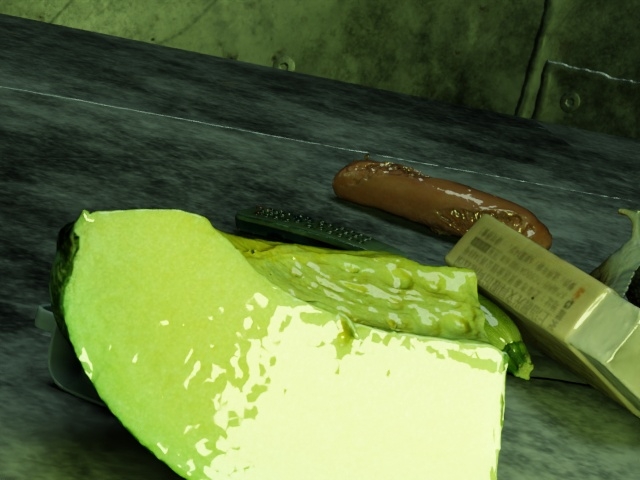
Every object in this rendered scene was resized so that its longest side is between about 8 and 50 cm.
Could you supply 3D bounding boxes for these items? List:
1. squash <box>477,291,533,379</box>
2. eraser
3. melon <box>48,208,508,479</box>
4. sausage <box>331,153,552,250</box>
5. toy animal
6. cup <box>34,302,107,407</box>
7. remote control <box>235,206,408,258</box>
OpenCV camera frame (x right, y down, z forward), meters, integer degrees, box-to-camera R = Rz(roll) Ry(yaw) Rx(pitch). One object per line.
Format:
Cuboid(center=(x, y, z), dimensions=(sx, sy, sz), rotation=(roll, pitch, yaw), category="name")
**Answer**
Cuboid(center=(0.132, 0.073, 1.803), dimensions=(0.252, 0.066, 0.066), rotation=(25, 17, 37), category="squash")
Cuboid(center=(0.261, 0.081, 1.738), dimensions=(0.144, 0.078, 0.343), rotation=(42, -3, -28), category="eraser")
Cuboid(center=(-0.035, 0.073, 1.271), dimensions=(0.343, 0.226, 0.331), rotation=(10, 43, -8), category="melon")
Cuboid(center=(0.165, -0.048, 2.328), dimensions=(0.326, 0.079, 0.087), rotation=(19, -12, 24), category="sausage")
Cuboid(center=(0.374, 0.041, 2.060), dimensions=(0.272, 0.160, 0.197), rotation=(12, 9, -40), category="toy animal")
Cuboid(center=(-0.169, 0.078, 1.424), dimensions=(0.128, 0.095, 0.129), rotation=(17, 10, 23), category="cup")
Cuboid(center=(0.000, 0.000, 2.031), dimensions=(0.222, 0.042, 0.072), rotation=(18, 14, 23), category="remote control")
